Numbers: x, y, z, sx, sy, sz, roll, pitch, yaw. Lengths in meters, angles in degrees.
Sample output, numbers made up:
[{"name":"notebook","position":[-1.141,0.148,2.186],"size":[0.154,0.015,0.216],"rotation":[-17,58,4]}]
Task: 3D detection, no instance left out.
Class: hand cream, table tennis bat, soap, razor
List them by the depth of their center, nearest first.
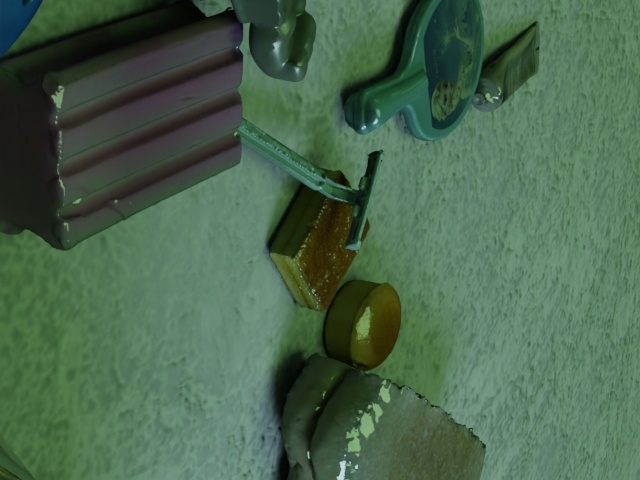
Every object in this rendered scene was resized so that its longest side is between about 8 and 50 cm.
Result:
[{"name":"soap","position":[-0.134,-0.083,1.115],"size":[0.203,0.065,0.122],"rotation":[-29,127,-51]},{"name":"razor","position":[-0.028,-0.067,1.305],"size":[0.211,0.036,0.084],"rotation":[28,71,-43]},{"name":"table tennis bat","position":[0.092,-0.151,1.490],"size":[0.237,0.038,0.149],"rotation":[-35,133,-51]},{"name":"hand cream","position":[0.189,-0.169,1.652],"size":[0.165,0.037,0.057],"rotation":[-43,137,-53]}]

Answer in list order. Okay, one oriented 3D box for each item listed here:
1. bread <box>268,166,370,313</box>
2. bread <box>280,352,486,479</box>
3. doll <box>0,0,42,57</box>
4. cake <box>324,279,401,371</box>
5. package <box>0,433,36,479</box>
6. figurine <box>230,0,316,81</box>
[{"name":"bread","position":[0.000,0.000,1.403],"size":[0.094,0.035,0.090],"rotation":[-62,147,-22]},{"name":"bread","position":[0.049,0.225,1.528],"size":[0.183,0.102,0.337],"rotation":[-65,151,-9]},{"name":"doll","position":[-0.255,-0.162,0.728],"size":[0.310,0.240,0.284],"rotation":[-23,137,-47]},{"name":"cake","position":[0.040,0.077,1.497],"size":[0.084,0.044,0.084],"rotation":[-31,127,-52]},{"name":"package","position":[-0.258,0.159,0.925],"size":[0.221,0.165,0.311],"rotation":[-65,148,-16]},{"name":"figurine","position":[0.004,-0.276,1.083],"size":[0.342,0.167,0.285],"rotation":[-51,167,22]}]
